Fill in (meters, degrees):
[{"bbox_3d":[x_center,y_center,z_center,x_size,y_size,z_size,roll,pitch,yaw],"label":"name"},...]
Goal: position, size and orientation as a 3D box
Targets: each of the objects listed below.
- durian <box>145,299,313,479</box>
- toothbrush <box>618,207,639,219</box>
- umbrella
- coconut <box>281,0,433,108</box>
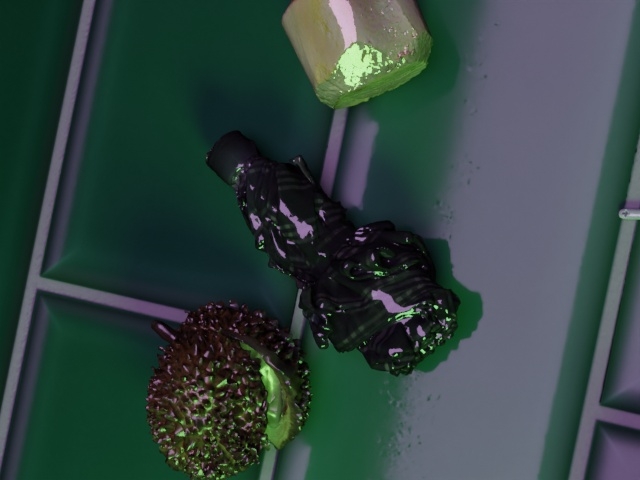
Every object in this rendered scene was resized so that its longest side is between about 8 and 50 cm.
[{"bbox_3d":[-0.109,0.153,1.587,0.167,0.196,0.196,-45,74,30],"label":"durian"},{"bbox_3d":[0.386,-0.024,1.525,0.162,0.017,0.014,2,74,22],"label":"toothbrush"},{"bbox_3d":[0.009,-0.007,1.592,0.154,0.128,0.336,-39,73,15],"label":"umbrella"},{"bbox_3d":[0.035,-0.231,1.585,0.147,0.147,0.152,-24,83,16],"label":"coconut"}]
